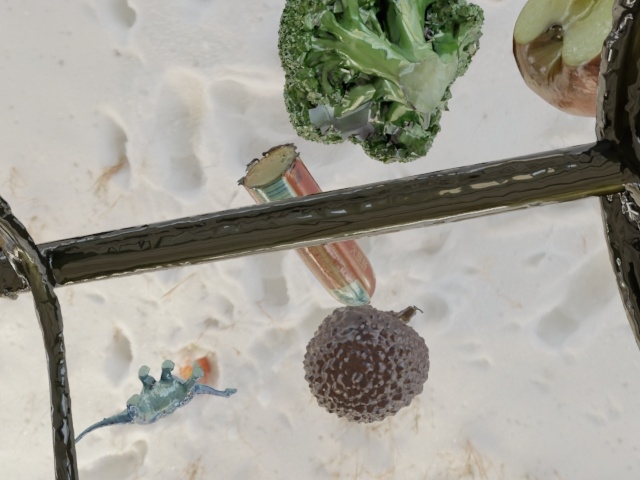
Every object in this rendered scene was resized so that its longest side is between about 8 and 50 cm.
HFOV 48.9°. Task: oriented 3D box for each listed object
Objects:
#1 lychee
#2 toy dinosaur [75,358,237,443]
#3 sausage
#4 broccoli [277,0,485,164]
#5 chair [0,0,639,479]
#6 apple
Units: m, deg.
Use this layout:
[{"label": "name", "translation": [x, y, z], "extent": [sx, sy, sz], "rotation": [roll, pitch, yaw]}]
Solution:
[{"label": "lychee", "translation": [0.108, 0.254, 1.524], "extent": [0.264, 0.264, 0.300], "rotation": [45, 78, -2]}, {"label": "toy dinosaur", "translation": [-0.289, 0.279, 1.273], "extent": [0.076, 0.329, 0.144], "rotation": [49, 138, 35]}, {"label": "sausage", "translation": [0.000, 0.000, 0.869], "extent": [0.083, 0.083, 0.264], "rotation": [-20, 130, 20]}, {"label": "broccoli", "translation": [0.102, -0.313, 1.201], "extent": [0.310, 0.321, 0.413], "rotation": [1, 145, 37]}, {"label": "chair", "translation": [-0.006, 0.055, 0.179], "extent": [0.410, 0.362, 0.364], "rotation": [-14, 65, -5]}, {"label": "apple", "translation": [0.312, -0.220, 0.769], "extent": [0.173, 0.195, 0.160], "rotation": [-43, 121, 2]}]
